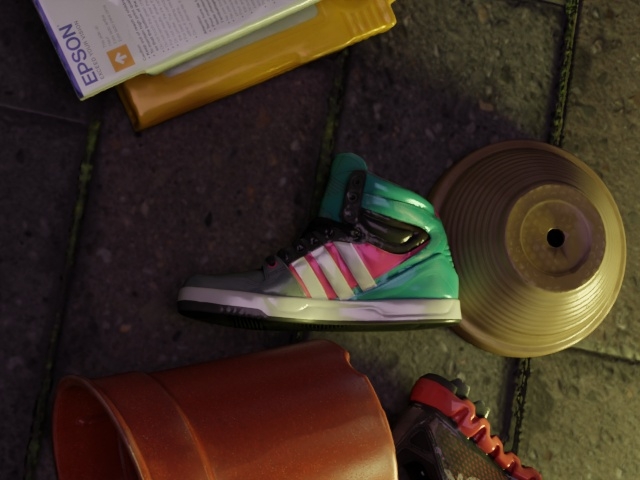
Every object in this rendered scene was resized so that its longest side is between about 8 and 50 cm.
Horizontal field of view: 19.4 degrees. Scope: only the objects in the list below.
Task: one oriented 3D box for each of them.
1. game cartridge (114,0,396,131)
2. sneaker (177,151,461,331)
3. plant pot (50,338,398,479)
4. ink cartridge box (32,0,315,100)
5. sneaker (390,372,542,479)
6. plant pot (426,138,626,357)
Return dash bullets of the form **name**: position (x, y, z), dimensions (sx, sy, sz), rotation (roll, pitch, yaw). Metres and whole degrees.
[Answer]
- **game cartridge**: position (-0.104, -0.302, 1.963), dimensions (0.323, 0.052, 0.285), rotation (-24, 90, -16)
- **sneaker**: position (0.000, 0.000, 1.916), dimensions (0.295, 0.124, 0.178), rotation (1, 81, -15)
- **plant pot**: position (-0.086, 0.223, 1.803), dimensions (0.265, 0.272, 0.272), rotation (-16, 87, -25)
- **ink cartridge box**: position (-0.169, -0.344, 1.892), dimensions (0.330, 0.071, 0.324), rotation (-25, 91, -15)
- **sneaker**: position (0.171, 0.271, 1.943), dimensions (0.276, 0.097, 0.135), rotation (45, 73, -4)
- **plant pot**: position (0.229, 0.003, 1.989), dimensions (0.237, 0.110, 0.237), rotation (2, 81, -16)
